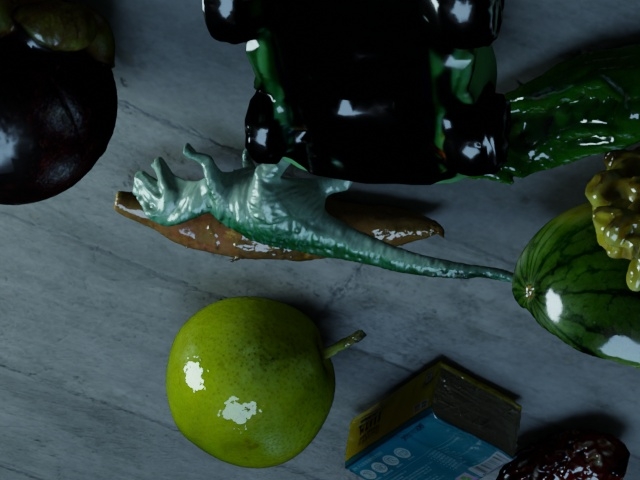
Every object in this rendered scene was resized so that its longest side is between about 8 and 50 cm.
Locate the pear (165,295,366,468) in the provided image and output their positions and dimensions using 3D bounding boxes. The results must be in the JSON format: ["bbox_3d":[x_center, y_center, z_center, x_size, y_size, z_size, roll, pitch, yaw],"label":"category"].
[{"bbox_3d":[-0.050,0.136,1.830,0.216,0.166,0.180,-20,123,6],"label":"pear"}]

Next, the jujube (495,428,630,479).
[{"bbox_3d":[0.263,0.254,1.932,0.166,0.104,0.104,-27,128,34],"label":"jujube"}]

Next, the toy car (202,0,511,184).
[{"bbox_3d":[0.039,-0.190,1.368,0.213,0.176,0.358,4,146,12],"label":"toy car"}]

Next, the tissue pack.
[{"bbox_3d":[0.119,0.208,1.919,0.120,0.082,0.169,29,140,-19],"label":"tissue pack"}]

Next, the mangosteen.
[{"bbox_3d":[-0.263,-0.129,1.515,0.210,0.210,0.210,8,142,6],"label":"mangosteen"}]

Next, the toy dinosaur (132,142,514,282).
[{"bbox_3d":[0.009,-0.045,1.614,0.383,0.076,0.129,13,113,16],"label":"toy dinosaur"}]

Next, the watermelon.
[{"bbox_3d":[0.290,0.028,1.566,0.232,0.204,0.127,10,119,-7],"label":"watermelon"}]

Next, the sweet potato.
[{"bbox_3d":[-0.040,-0.010,1.692,0.314,0.072,0.066,6,170,10],"label":"sweet potato"}]

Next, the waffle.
[{"bbox_3d":[0.352,-0.032,1.463,0.253,0.249,0.056,-20,126,-6],"label":"waffle"}]

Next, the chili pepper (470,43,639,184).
[{"bbox_3d":[0.228,-0.106,1.482,0.257,0.100,0.074,-17,176,40],"label":"chili pepper"}]
